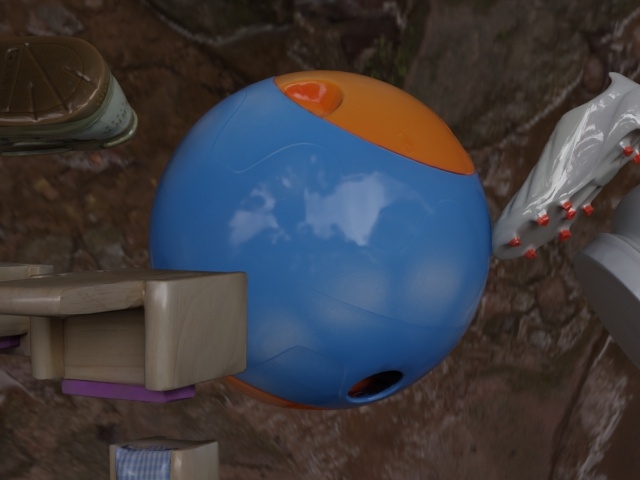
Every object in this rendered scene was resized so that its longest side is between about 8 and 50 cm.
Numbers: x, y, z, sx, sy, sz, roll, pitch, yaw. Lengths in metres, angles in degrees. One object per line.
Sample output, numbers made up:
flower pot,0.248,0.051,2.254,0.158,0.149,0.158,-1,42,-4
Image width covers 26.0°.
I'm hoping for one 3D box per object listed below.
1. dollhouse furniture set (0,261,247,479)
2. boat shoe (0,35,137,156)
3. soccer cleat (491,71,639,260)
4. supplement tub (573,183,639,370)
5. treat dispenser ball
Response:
dollhouse furniture set,-0.202,0.163,0.630,0.286,0.198,0.303,2,93,32
boat shoe,-0.286,-0.105,1.097,0.285,0.089,0.104,7,68,21
soccer cleat,0.216,-0.062,1.220,0.196,0.068,0.076,-44,56,11
supplement tub,0.436,-0.002,1.350,0.325,0.235,0.235,-36,72,-5
treat dispenser ball,0.000,0.000,1.169,0.288,0.288,0.288,-2,71,5
